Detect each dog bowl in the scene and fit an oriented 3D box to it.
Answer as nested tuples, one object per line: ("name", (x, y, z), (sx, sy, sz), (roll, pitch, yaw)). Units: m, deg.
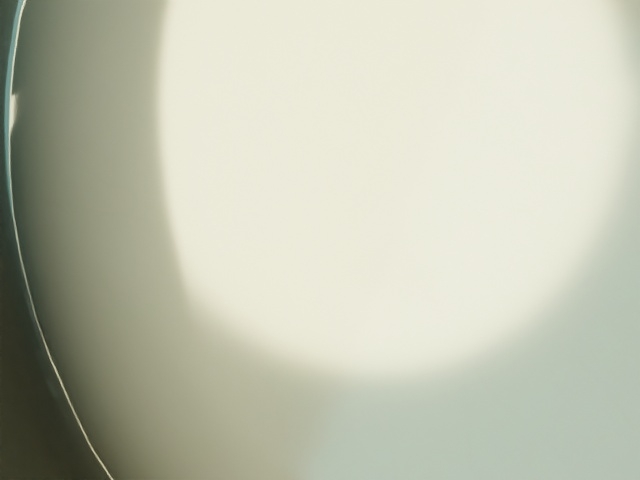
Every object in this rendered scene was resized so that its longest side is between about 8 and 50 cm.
("dog bowl", (0.000, 0.000, 0.329), (0.348, 0.102, 0.349), (8, 105, 31))
